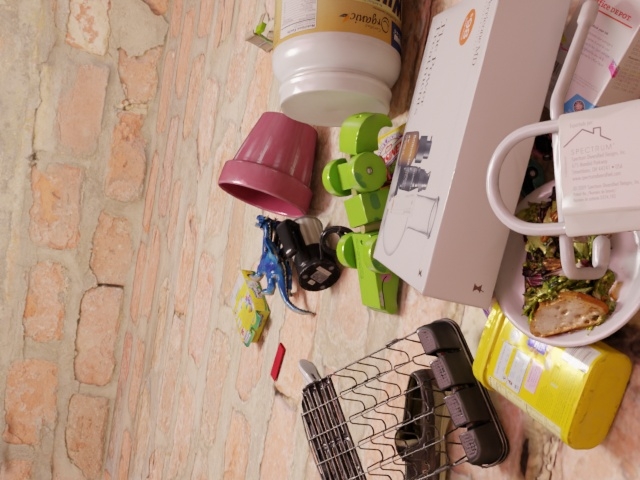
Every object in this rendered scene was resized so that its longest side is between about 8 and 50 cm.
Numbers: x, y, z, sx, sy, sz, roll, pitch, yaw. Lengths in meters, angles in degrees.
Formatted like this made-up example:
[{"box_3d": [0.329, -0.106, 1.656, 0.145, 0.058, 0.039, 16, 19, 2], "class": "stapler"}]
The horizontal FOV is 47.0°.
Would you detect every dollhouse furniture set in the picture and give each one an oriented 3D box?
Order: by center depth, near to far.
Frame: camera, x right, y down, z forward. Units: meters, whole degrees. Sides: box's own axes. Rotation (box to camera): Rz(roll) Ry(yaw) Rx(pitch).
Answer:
[{"box_3d": [-0.126, -0.526, 1.835, 0.152, 0.076, 0.058, -2, 69, 62], "class": "dollhouse furniture set"}]

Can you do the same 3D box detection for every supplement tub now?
[{"box_3d": [0.031, -0.380, 1.301, 0.228, 0.228, 0.316, -15, 70, 62], "class": "supplement tub"}]

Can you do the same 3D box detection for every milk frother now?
[{"box_3d": [0.000, 0.000, 1.438, 0.143, 0.129, 0.134, -27, 47, 7], "class": "milk frother"}]

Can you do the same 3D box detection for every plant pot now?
[{"box_3d": [-0.095, -0.165, 1.561, 0.201, 0.201, 0.180, 3, 71, 63], "class": "plant pot"}]

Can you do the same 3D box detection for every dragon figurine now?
[{"box_3d": [-0.087, 0.044, 1.589, 0.289, 0.085, 0.144, 49, 127, 58], "class": "dragon figurine"}]

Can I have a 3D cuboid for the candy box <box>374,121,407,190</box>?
[{"box_3d": [0.140, -0.143, 1.248, 0.206, 0.027, 0.105, -21, 63, 60], "class": "candy box"}]

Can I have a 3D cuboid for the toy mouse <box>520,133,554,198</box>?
[{"box_3d": [0.279, -0.095, 0.919, 0.161, 0.031, 0.143, 86, 159, -43], "class": "toy mouse"}]

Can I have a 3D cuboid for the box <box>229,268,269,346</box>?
[{"box_3d": [-0.170, 0.164, 1.774, 0.105, 0.043, 0.179, -66, 29, 29], "class": "box"}]

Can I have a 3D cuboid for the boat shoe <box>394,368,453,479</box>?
[{"box_3d": [0.143, 0.294, 1.080, 0.080, 0.073, 0.223, 12, 93, 66], "class": "boat shoe"}]

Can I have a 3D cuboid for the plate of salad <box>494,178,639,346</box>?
[{"box_3d": [0.273, 0.018, 0.824, 0.200, 0.048, 0.200, -19, 62, 42], "class": "plate of salad"}]

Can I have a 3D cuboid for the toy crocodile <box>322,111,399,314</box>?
[{"box_3d": [0.086, -0.045, 1.234, 0.115, 0.105, 0.340, -5, 96, 63], "class": "toy crocodile"}]

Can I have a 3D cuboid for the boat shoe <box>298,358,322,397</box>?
[{"box_3d": [-0.021, 0.276, 1.459, 0.100, 0.035, 0.035, 48, 124, 48], "class": "boat shoe"}]

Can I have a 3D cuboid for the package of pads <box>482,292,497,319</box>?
[{"box_3d": [0.228, 0.083, 0.964, 0.032, 0.083, 0.050, -33, 39, -2], "class": "package of pads"}]

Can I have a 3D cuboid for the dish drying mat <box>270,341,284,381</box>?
[{"box_3d": [-0.095, 0.269, 1.635, 0.032, 0.008, 0.083, 47, 126, 58], "class": "dish drying mat"}]

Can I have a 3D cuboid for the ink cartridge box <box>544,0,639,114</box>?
[{"box_3d": [0.333, -0.221, 0.845, 0.104, 0.062, 0.181, 59, 135, 48], "class": "ink cartridge box"}]

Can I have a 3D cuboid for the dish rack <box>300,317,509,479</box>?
[{"box_3d": [0.100, 0.250, 1.028, 0.271, 0.074, 0.208, -32, 65, 28], "class": "dish rack"}]

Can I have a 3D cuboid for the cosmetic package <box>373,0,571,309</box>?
[{"box_3d": [0.183, -0.125, 0.978, 0.284, 0.097, 0.377, -142, 65, -78], "class": "cosmetic package"}]

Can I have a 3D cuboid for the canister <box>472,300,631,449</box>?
[{"box_3d": [0.268, 0.151, 0.869, 0.170, 0.073, 0.126, 36, 114, 59], "class": "canister"}]

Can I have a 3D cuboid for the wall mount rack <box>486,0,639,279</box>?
[{"box_3d": [0.331, -0.118, 0.684, 0.350, 0.130, 0.304, -5, 86, 44], "class": "wall mount rack"}]
